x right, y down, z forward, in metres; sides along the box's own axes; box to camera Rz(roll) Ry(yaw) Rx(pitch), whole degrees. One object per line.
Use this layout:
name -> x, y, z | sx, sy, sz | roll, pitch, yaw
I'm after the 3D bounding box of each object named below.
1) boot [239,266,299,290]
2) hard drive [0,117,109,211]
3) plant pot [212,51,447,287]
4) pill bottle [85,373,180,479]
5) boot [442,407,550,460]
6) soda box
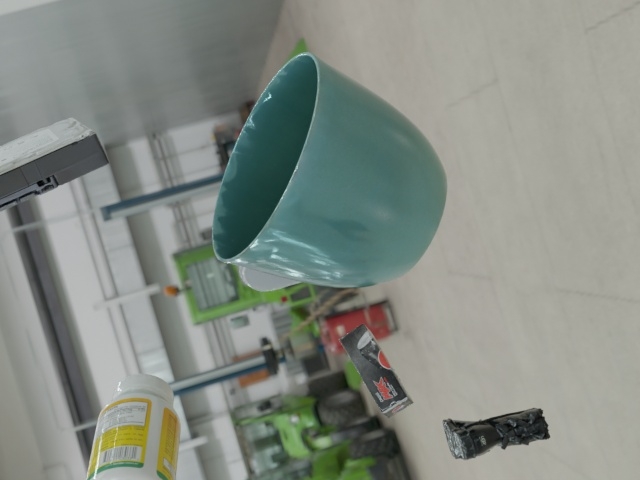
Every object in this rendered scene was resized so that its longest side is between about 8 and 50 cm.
boot -> 0.000, 0.000, 1.530 | 0.123, 0.258, 0.095 | -100, 2, -57
hard drive -> -0.496, -0.127, 1.659 | 0.064, 0.237, 0.339 | 68, 166, -19
plant pot -> 0.025, -0.070, 1.317 | 0.293, 0.235, 0.293 | -49, 29, 40
pill bottle -> -0.252, 0.283, 1.343 | 0.208, 0.118, 0.117 | -95, -6, -55
boot -> 0.194, 0.212, 1.097 | 0.121, 0.099, 0.045 | 137, 117, -83
soda box -> 0.102, 0.240, 1.816 | 0.169, 0.060, 0.053 | 58, -176, 28
